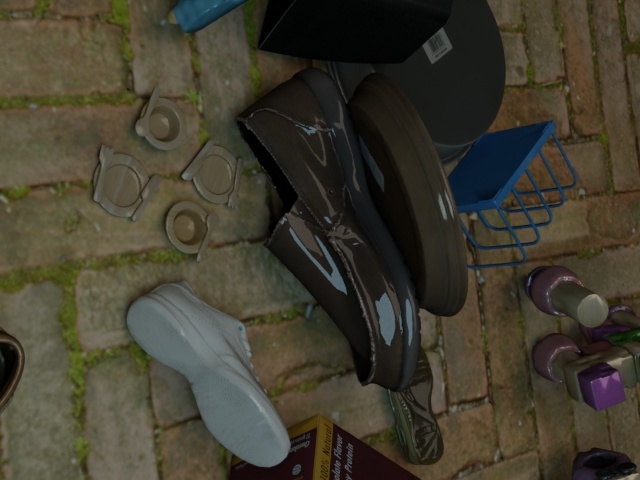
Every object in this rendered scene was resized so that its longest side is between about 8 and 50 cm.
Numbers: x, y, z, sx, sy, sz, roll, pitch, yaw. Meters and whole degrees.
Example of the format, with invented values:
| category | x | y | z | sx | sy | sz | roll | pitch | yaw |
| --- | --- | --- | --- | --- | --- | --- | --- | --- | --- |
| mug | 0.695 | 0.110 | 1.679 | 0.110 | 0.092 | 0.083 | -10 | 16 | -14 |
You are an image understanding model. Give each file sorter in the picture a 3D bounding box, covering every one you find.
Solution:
| category | x | y | z | sx | sy | sz | roll | pitch | yaw |
| --- | --- | --- | --- | --- | --- | --- | --- | --- | --- |
| file sorter | 0.236 | -0.056 | 1.364 | 0.170 | 0.118 | 0.104 | -49 | 116 | -34 |

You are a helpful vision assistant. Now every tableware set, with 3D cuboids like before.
| category | x | y | z | sx | sy | sz | roll | pitch | yaw |
| --- | --- | --- | --- | --- | --- | --- | --- | --- | --- |
| tableware set | -0.152 | -0.064 | 1.101 | 0.168 | 0.020 | 0.141 | 37 | 61 | -29 |

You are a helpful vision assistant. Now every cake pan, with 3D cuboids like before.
| category | x | y | z | sx | sy | sz | roll | pitch | yaw |
| --- | --- | --- | --- | --- | --- | --- | --- | --- | --- |
| cake pan | 0.131 | -0.237 | 1.347 | 0.293 | 0.054 | 0.293 | 8 | 77 | -39 |

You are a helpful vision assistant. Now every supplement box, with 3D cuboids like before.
| category | x | y | z | sx | sy | sz | roll | pitch | yaw |
| --- | --- | --- | --- | --- | --- | --- | --- | --- | --- |
| supplement box | 0.012 | 0.315 | 1.067 | 0.194 | 0.129 | 0.191 | 37 | 40 | -30 |

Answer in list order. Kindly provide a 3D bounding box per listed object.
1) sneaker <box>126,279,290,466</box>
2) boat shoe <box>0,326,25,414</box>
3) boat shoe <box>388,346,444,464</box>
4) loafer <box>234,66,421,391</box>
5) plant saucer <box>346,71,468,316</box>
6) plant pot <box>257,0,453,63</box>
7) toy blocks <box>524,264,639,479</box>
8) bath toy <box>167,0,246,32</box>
| category | x | y | z | sx | sy | sz | roll | pitch | yaw |
| --- | --- | --- | --- | --- | --- | --- | --- | --- | --- |
| sneaker | -0.091 | 0.123 | 1.058 | 0.212 | 0.080 | 0.094 | 50 | 36 | 3 |
| boat shoe | -0.362 | 0.166 | 0.819 | 0.324 | 0.120 | 0.122 | -47 | 112 | -35 |
| boat shoe | 0.106 | 0.190 | 1.266 | 0.056 | 0.048 | 0.153 | -12 | 83 | -29 |
| loafer | 0.000 | 0.000 | 1.168 | 0.130 | 0.134 | 0.366 | -19 | 85 | -14 |
| plant saucer | 0.083 | -0.044 | 1.158 | 0.041 | 0.278 | 0.278 | -18 | 95 | -10 |
| plant pot | 0.053 | -0.297 | 1.173 | 0.167 | 0.187 | 0.188 | 18 | 70 | -16 |
| toy blocks | 0.425 | 0.152 | 1.440 | 0.288 | 0.260 | 0.309 | -14 | 102 | -9 |
| bath toy | -0.169 | -0.389 | 1.072 | 0.348 | 0.129 | 0.151 | 57 | 19 | -19 |
